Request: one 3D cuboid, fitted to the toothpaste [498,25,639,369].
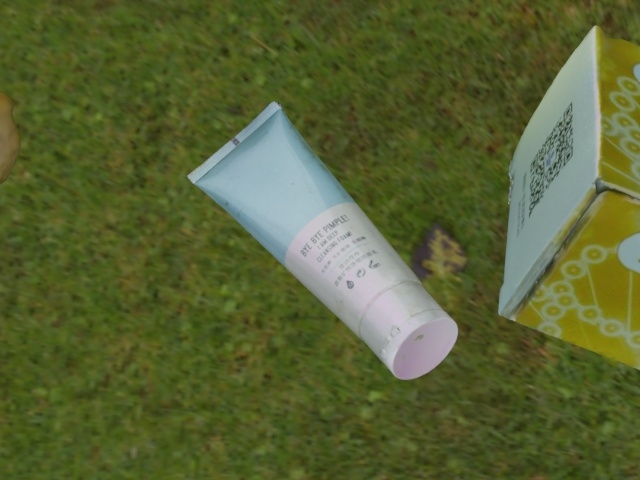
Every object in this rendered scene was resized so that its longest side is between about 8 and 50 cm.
[{"bbox_3d":[0.210,0.035,0.458,0.313,0.089,0.071,22,130,-8],"label":"toothpaste"}]

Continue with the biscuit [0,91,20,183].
[{"bbox_3d":[-0.188,-0.050,0.351,0.176,0.229,0.031,43,120,14],"label":"biscuit"}]

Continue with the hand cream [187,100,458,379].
[{"bbox_3d":[0.000,0.000,1.294,0.111,0.070,0.312,-41,53,0],"label":"hand cream"}]
